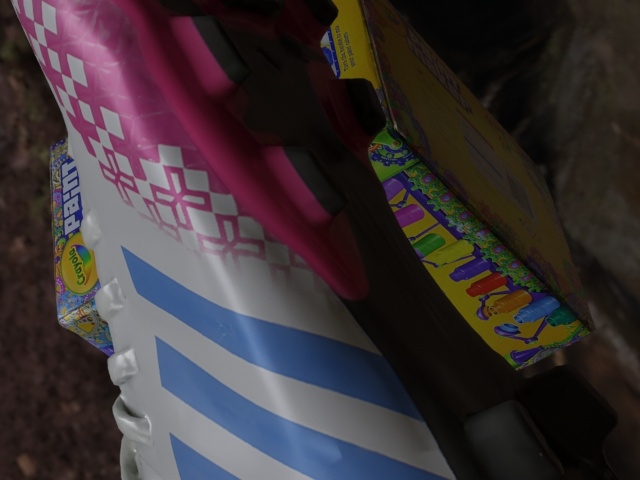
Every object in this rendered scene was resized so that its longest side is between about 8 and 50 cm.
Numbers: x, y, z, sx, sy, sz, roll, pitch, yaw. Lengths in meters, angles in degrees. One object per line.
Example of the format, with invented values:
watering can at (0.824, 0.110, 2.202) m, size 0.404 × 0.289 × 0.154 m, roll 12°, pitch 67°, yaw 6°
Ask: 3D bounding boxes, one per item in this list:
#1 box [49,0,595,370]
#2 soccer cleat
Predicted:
box at (0.000, 0.000, 1.157) m, size 0.290 × 0.279 × 0.177 m, roll 42°, pitch -153°, yaw -43°
soccer cleat at (-0.028, 0.024, 0.473) m, size 0.331 × 0.143 × 0.116 m, roll 56°, pitch -156°, yaw 14°
